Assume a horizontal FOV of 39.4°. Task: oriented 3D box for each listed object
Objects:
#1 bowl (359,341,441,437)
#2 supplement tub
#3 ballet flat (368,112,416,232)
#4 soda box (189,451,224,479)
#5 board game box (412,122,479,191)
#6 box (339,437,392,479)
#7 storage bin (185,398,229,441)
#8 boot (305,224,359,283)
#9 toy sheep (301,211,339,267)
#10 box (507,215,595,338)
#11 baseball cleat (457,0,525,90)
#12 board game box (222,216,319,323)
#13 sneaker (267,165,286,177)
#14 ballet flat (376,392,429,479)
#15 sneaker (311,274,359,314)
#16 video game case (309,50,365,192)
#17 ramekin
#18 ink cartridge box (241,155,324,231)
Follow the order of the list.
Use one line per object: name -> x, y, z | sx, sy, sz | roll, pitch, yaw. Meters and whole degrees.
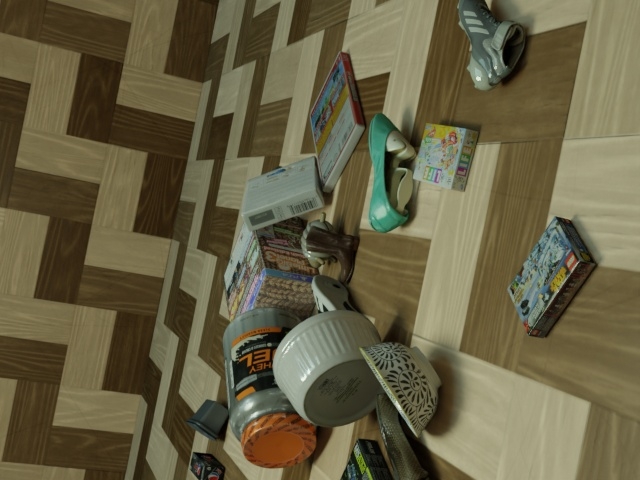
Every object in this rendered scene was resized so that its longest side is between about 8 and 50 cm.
bowl -> 0.140, 0.221, 1.423 | 0.170, 0.080, 0.170 | 57, 176, 7
supplement tub -> -0.104, 0.312, 1.907 | 0.316, 0.193, 0.193 | -104, 31, -47
ballet flat -> 0.141, -0.134, 1.676 | 0.087, 0.083, 0.247 | -16, 62, 41
soda box -> -0.319, 0.639, 2.502 | 0.169, 0.060, 0.053 | -178, 100, -70
board game box -> 0.213, -0.145, 1.536 | 0.154, 0.026, 0.103 | -151, 73, -69
box -> 0.074, 0.477, 1.558 | 0.191, 0.045, 0.184 | -116, 44, -60
storage bin -> -0.308, 0.505, 2.520 | 0.091, 0.098, 0.135 | -55, 14, -17
boot -> 0.015, 0.029, 1.849 | 0.037, 0.114, 0.106 | -161, 82, -70
toy sheep -> 0.000, 0.000, 1.952 | 0.091, 0.091, 0.132 | -119, 38, -60
box -> 0.304, 0.049, 1.188 | 0.094, 0.027, 0.137 | -102, 30, -50
baseball cleat -> 0.278, -0.337, 1.429 | 0.109, 0.072, 0.206 | -34, 52, 44
board game box -> -0.123, 0.100, 2.142 | 0.291, 0.141, 0.232 | -108, 35, -53
sneaker -> -0.122, -0.091, 2.377 | 0.082, 0.069, 0.209 | 26, 97, 36
ballet flat -> 0.136, 0.339, 1.460 | 0.250, 0.058, 0.084 | -105, -3, -60
sneaker -> 0.014, 0.165, 1.828 | 0.217, 0.079, 0.121 | -121, 48, -60
video game case -> 0.035, -0.279, 2.088 | 0.285, 0.025, 0.204 | -99, 28, -43
ramekin -> 0.028, 0.237, 1.591 | 0.207, 0.207, 0.109 | -68, 32, 28
ink cartridge box -> -0.088, -0.114, 2.137 | 0.232, 0.189, 0.066 | -89, -22, -70
